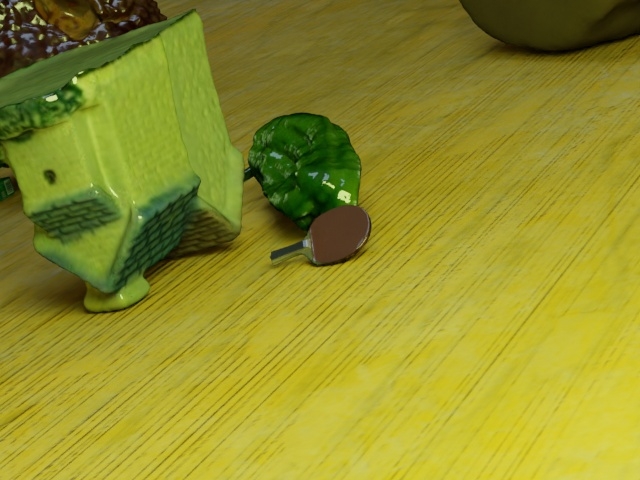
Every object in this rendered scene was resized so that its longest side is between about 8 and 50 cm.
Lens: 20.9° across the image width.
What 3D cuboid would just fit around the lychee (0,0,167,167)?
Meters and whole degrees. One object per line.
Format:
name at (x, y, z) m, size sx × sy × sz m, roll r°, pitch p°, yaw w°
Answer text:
lychee at (-0.289, -0.183, 1.868) m, size 0.268 × 0.267 × 0.267 m, roll -13°, pitch 15°, yaw 4°

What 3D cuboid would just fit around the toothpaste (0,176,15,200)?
toothpaste at (-0.353, -0.046, 1.833) m, size 0.017 × 0.020 × 0.083 m, roll -9°, pitch 15°, yaw 27°

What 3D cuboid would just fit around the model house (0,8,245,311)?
model house at (-0.175, -0.050, 1.354) m, size 0.195 × 0.189 × 0.214 m, roll -17°, pitch 15°, yaw 27°

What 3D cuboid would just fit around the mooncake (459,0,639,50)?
mooncake at (0.276, -0.395, 1.853) m, size 0.201 × 0.378 × 0.378 m, roll -19°, pitch 15°, yaw -27°

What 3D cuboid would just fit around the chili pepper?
chili pepper at (-0.014, -0.056, 1.440) m, size 0.100 × 0.074 × 0.257 m, roll -60°, pitch 13°, yaw 4°

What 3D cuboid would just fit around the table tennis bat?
table tennis bat at (0.000, 0.000, 1.307) m, size 0.083 × 0.007 × 0.050 m, roll -20°, pitch 50°, yaw 18°
